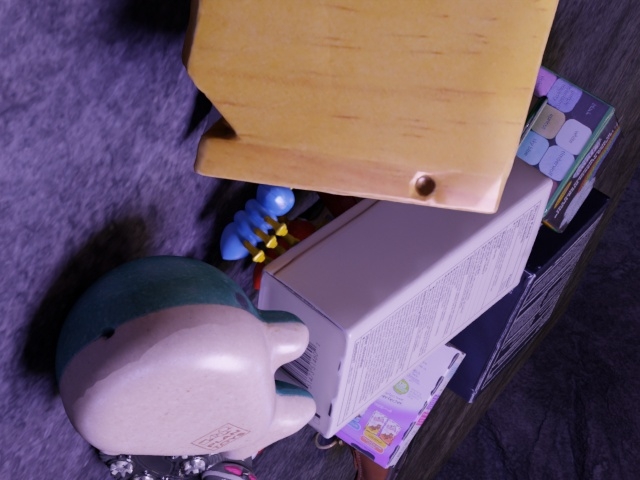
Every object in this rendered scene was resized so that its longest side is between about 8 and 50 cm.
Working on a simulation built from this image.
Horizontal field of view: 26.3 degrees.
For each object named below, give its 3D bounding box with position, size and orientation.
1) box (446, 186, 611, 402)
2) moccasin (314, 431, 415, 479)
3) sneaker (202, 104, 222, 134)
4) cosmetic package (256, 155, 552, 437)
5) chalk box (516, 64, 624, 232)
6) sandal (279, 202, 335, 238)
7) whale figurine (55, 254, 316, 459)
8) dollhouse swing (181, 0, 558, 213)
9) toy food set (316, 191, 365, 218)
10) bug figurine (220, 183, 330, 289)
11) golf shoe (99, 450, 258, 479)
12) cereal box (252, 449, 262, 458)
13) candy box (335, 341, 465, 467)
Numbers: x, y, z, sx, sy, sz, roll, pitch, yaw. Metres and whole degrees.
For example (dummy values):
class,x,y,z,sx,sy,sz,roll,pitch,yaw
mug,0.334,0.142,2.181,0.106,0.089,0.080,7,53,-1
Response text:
class,x,y,z,sx,sy,sz,roll,pitch,yaw
box,0.289,0.054,2.238,0.296,0.183,0.294,-37,153,-46
moccasin,0.076,0.281,2.166,0.380,0.147,0.139,87,24,-58
sneaker,-0.016,-0.128,1.204,0.281,0.105,0.115,-20,156,-54
cosmetic package,0.080,0.035,1.338,0.309,0.113,0.160,-35,150,-37
chalk box,0.290,-0.141,1.887,0.180,0.179,0.289,-57,163,3
sandal,0.000,0.000,1.525,0.180,0.072,0.049,-49,-176,-39
whale figurine,-0.110,0.105,1.169,0.216,0.141,0.272,-31,148,15
dollhouse swing,0.051,-0.242,1.025,0.305,0.315,0.346,-120,-140,-64
toy food set,0.060,-0.062,1.397,0.111,0.104,0.232,-27,174,-22
bug figurine,-0.077,0.036,1.334,0.216,0.072,0.279,-49,168,-5
golf shoe,-0.151,0.200,1.419,0.273,0.105,0.120,54,24,-56
cereal box,-0.024,0.158,1.761,0.240,0.047,0.173,-41,156,-43
candy box,0.084,0.196,1.940,0.196,0.165,0.070,-57,164,1
